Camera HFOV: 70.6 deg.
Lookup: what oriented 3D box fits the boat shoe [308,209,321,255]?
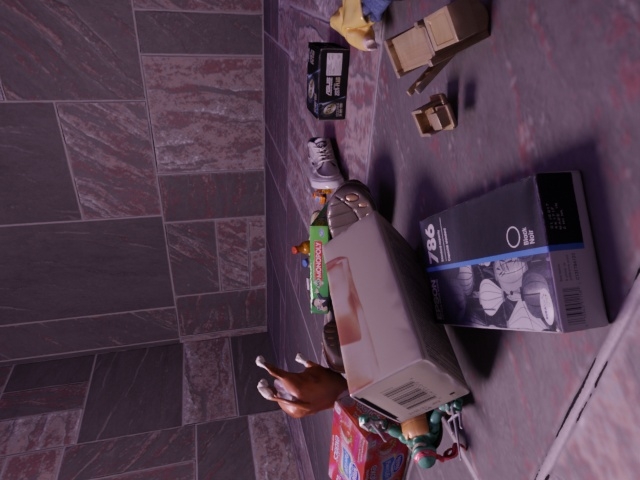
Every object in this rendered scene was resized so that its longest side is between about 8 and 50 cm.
[{"bbox_3d":[0.000,0.000,1.478,0.072,0.068,0.190,28,125,55],"label":"boat shoe"}]

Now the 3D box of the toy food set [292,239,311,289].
[{"bbox_3d":[-0.014,0.118,1.410,0.111,0.104,0.233,12,110,52],"label":"toy food set"}]

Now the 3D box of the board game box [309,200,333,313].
[{"bbox_3d":[0.021,0.028,1.181,0.317,0.046,0.214,-59,-31,-73],"label":"board game box"}]

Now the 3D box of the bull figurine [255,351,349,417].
[{"bbox_3d":[-0.019,0.334,1.037,0.310,0.188,0.101,32,-102,-60],"label":"bull figurine"}]

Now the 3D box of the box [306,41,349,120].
[{"bbox_3d":[0.016,-0.432,1.221,0.147,0.077,0.180,-115,24,-57],"label":"box"}]

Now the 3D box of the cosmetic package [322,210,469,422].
[{"bbox_3d":[0.109,0.116,0.739,0.153,0.129,0.296,40,-153,-36],"label":"cosmetic package"}]

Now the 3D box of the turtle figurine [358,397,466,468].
[{"bbox_3d":[0.154,0.295,0.773,0.234,0.175,0.118,-99,-13,-57],"label":"turtle figurine"}]

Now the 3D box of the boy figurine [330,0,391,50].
[{"bbox_3d":[0.090,-0.454,0.881,0.285,0.092,0.178,-165,70,-76],"label":"boy figurine"}]

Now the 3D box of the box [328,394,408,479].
[{"bbox_3d":[0.107,0.459,0.999,0.122,0.128,0.257,39,135,47],"label":"box"}]

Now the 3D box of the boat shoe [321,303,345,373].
[{"bbox_3d":[0.060,0.252,1.101,0.324,0.123,0.117,-60,-21,-79],"label":"boat shoe"}]

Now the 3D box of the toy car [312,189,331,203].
[{"bbox_3d":[0.002,-0.160,1.451,0.122,0.040,0.060,122,141,-69],"label":"toy car"}]

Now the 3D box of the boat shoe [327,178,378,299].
[{"bbox_3d":[0.091,0.024,1.036,0.130,0.132,0.356,-69,-19,-57],"label":"boat shoe"}]

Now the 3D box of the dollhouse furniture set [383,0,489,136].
[{"bbox_3d":[0.192,-0.232,0.610,0.161,0.101,0.182,63,172,-17],"label":"dollhouse furniture set"}]

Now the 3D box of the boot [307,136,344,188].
[{"bbox_3d":[0.003,-0.231,1.300,0.258,0.095,0.124,-125,26,-66],"label":"boot"}]

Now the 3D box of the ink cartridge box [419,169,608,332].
[{"bbox_3d":[0.213,0.032,0.605,0.332,0.065,0.166,142,121,-75],"label":"ink cartridge box"}]
